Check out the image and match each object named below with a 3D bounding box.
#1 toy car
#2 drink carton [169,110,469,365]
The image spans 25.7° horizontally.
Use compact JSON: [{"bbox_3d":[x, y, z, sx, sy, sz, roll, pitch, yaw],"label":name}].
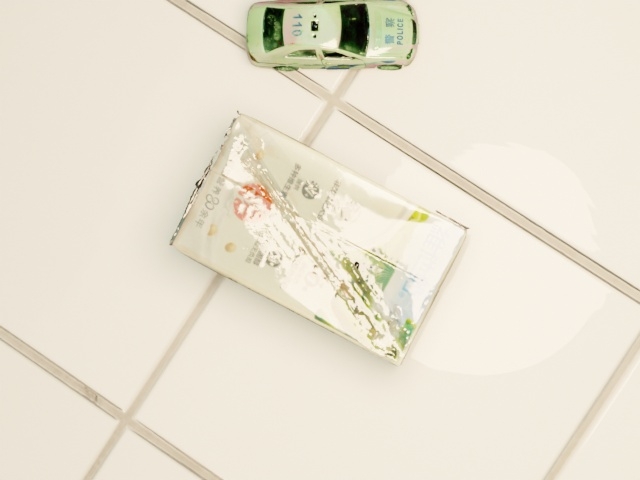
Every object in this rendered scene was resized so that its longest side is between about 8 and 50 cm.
[{"bbox_3d":[0.014,-0.268,1.802,0.224,0.076,0.090,0,85,7],"label":"toy car"},{"bbox_3d":[-0.001,0.000,1.761,0.324,0.132,0.194,28,90,6],"label":"drink carton"}]
